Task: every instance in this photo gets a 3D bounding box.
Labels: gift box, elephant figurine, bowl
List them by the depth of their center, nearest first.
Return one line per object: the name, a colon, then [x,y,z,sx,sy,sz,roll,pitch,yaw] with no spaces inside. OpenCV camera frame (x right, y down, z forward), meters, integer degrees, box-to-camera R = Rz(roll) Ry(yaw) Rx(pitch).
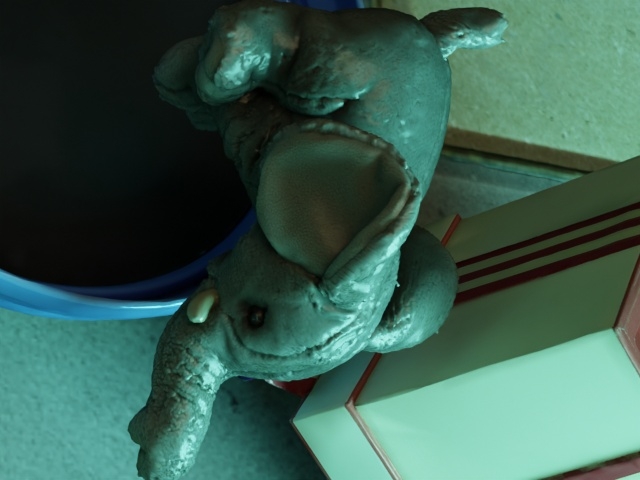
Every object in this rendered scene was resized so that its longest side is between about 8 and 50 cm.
elephant figurine: [0.000,0.000,0.853,0.169,0.186,0.239,9,62,-37]
bowl: [-0.151,-0.135,0.954,0.391,0.077,0.391,13,64,-29]
gift box: [0.135,0.113,0.977,0.255,0.258,0.276,60,36,-13]

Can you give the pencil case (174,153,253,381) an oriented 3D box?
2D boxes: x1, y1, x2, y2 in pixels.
pencil case: [-0.067,0.019,1.037,0.070,0.064,0.151,-37,91,-28]
